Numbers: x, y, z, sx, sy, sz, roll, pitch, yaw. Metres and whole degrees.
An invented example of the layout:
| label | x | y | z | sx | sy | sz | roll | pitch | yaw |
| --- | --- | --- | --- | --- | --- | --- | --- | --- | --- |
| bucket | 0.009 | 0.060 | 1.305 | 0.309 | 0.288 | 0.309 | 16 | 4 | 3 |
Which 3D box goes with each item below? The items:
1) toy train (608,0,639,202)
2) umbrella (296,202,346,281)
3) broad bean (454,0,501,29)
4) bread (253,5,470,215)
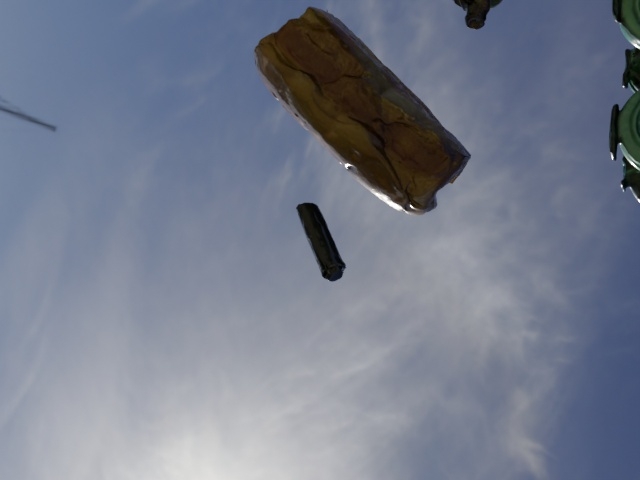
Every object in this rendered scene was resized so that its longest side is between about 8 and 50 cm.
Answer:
| label | x | y | z | sx | sy | sz | roll | pitch | yaw |
| --- | --- | --- | --- | --- | --- | --- | --- | --- | --- |
| toy train | 0.282 | -0.102 | 0.592 | 0.163 | 0.112 | 0.203 | 0 | -106 | 22 |
| umbrella | 0.002 | 0.000 | 1.166 | 0.031 | 0.036 | 0.133 | 81 | -10 | -50 |
| broad bean | 0.089 | -0.223 | 0.614 | 0.070 | 0.048 | 0.213 | -51 | -138 | 45 |
| bread | 0.058 | -0.182 | 1.294 | 0.344 | 0.195 | 0.149 | 46 | -75 | 5 |
